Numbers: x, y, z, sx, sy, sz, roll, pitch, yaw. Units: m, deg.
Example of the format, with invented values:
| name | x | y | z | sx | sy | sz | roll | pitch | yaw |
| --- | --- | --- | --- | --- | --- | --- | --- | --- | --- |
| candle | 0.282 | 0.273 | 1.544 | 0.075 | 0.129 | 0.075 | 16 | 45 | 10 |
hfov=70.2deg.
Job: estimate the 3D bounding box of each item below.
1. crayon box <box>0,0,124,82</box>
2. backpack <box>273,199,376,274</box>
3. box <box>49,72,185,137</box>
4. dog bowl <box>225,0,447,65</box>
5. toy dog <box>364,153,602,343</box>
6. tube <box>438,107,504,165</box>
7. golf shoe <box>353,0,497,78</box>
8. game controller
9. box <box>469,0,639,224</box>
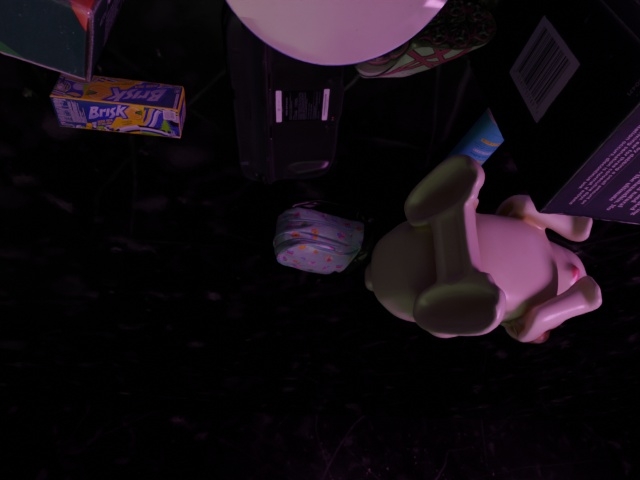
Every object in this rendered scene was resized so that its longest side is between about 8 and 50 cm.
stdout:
| name | x | y | z | sx | sy | sz | roll | pitch | yaw |
| --- | --- | --- | --- | --- | --- | --- | --- | --- | --- |
| crayon box | -0.355 | -0.284 | 0.415 | 0.318 | 0.202 | 0.081 | 13 | 140 | -21 |
| backpack | 0.000 | 0.000 | 0.886 | 0.181 | 0.115 | 0.152 | 15 | 142 | -18 |
| box | -0.285 | -0.194 | 0.655 | 0.168 | 0.059 | 0.054 | 4 | 143 | -10 |
| dog bowl | 0.014 | -0.315 | 0.436 | 0.264 | 0.104 | 0.265 | -6 | 133 | -7 |
| toy dog | 0.325 | 0.081 | 0.862 | 0.407 | 0.285 | 0.395 | 11 | 147 | -30 |
| tube | 0.247 | -0.138 | 0.782 | 0.080 | 0.052 | 0.207 | 15 | 145 | -12 |
| golf shoe | 0.134 | -0.261 | 0.605 | 0.186 | 0.068 | 0.086 | -9 | 171 | 4 |
| game controller | -0.049 | -0.207 | 0.669 | 0.166 | 0.067 | 0.319 | -11 | 145 | -13 |
| box | 0.379 | -0.179 | 0.529 | 0.293 | 0.296 | 0.183 | 6 | 141 | -13 |
